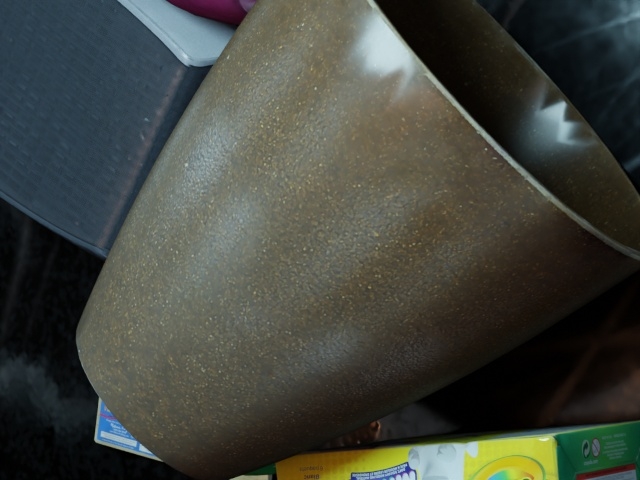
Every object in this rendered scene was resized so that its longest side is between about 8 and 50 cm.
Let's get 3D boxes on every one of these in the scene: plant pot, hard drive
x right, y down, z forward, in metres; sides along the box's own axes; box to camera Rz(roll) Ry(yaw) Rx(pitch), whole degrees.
[{"bbox_3d":[0.000,0.000,0.883,0.230,0.215,0.215,-43,67,18],"label":"plant pot"},{"bbox_3d":[-0.164,-0.105,1.111,0.255,0.054,0.172,37,109,29],"label":"hard drive"}]

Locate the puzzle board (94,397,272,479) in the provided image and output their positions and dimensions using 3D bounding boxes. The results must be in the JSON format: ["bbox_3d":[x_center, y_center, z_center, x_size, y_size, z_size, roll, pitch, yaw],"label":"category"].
[{"bbox_3d":[-0.074,0.081,1.075,0.128,0.011,0.096,10,97,34],"label":"puzzle board"}]

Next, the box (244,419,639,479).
[{"bbox_3d":[0.060,0.116,0.926,0.179,0.105,0.043,-6,85,35],"label":"box"}]

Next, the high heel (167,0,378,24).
[{"bbox_3d":[-0.015,-0.298,0.968,0.181,0.127,0.377,15,97,33],"label":"high heel"}]
